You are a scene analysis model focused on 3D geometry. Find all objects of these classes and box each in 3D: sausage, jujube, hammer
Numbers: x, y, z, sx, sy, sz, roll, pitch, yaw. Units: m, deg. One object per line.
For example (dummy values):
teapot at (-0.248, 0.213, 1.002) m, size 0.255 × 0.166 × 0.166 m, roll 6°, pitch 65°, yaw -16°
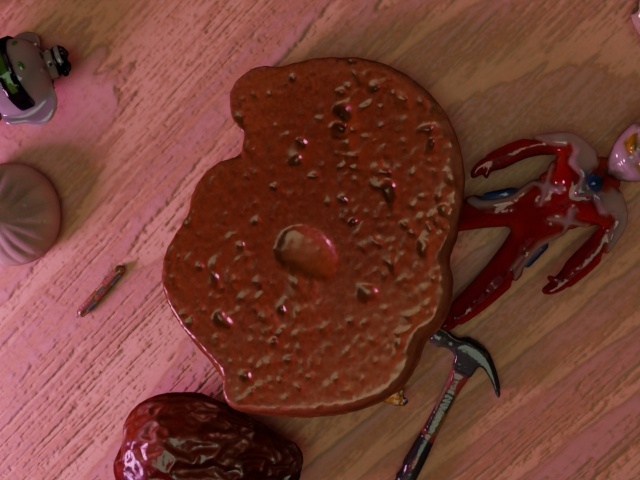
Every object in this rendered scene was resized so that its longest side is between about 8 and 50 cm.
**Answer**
sausage at (-0.292, 0.068, 1.521) m, size 0.015 × 0.015 × 0.100 m, roll 44°, pitch 103°, yaw 1°
jujube at (-0.144, 0.282, 1.466) m, size 0.237 × 0.168 × 0.168 m, roll 10°, pitch 100°, yaw -7°
hammer at (0.135, 0.254, 1.468) m, size 0.111 × 0.033 × 0.287 m, roll 27°, pitch 102°, yaw 6°

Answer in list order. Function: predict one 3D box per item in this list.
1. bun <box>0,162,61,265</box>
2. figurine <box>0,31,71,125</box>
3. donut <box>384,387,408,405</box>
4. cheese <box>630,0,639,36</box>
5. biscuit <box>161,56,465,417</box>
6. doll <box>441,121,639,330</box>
bun at (-0.412, -0.033, 1.489) m, size 0.138 × 0.094 × 0.138 m, roll 1°, pitch 95°, yaw 8°
figurine at (-0.408, -0.199, 1.453) m, size 0.192 × 0.126 × 0.147 m, roll -24°, pitch 74°, yaw 0°
donut at (0.086, 0.168, 1.462) m, size 0.083 × 0.038 × 0.067 m, roll 35°, pitch 100°, yaw -2°
cheese at (0.479, -0.259, 1.322) m, size 0.228 × 0.064 × 0.137 m, roll 18°, pitch 102°, yaw 5°
biscuit at (0.000, 0.000, 1.385) m, size 0.350 × 0.078 × 0.455 m, roll 21°, pitch 87°, yaw 19°
doll at (0.278, -0.041, 1.375) m, size 0.384 × 0.099 × 0.188 m, roll -33°, pitch 91°, yaw 16°
